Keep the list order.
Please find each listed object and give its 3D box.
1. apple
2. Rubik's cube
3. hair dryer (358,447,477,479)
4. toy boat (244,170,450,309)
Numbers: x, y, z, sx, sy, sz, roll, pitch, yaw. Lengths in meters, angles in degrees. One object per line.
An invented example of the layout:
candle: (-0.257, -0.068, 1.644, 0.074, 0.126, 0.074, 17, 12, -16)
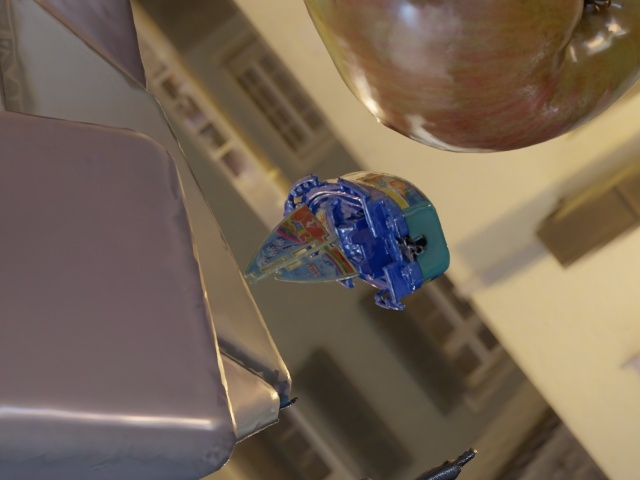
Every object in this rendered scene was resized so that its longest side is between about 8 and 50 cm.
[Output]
apple: (0.087, -0.145, 0.905, 0.209, 0.209, 0.164, -41, -132, -16)
Rubik's cube: (-0.207, -0.003, 0.482, 0.387, 0.358, 0.368, -29, 145, 18)
hair dryer: (0.066, 0.159, 1.069, 0.083, 0.079, 0.031, -37, -169, 7)
toy boat: (0.000, 0.000, 1.175, 0.110, 0.091, 0.175, -24, -162, -18)
